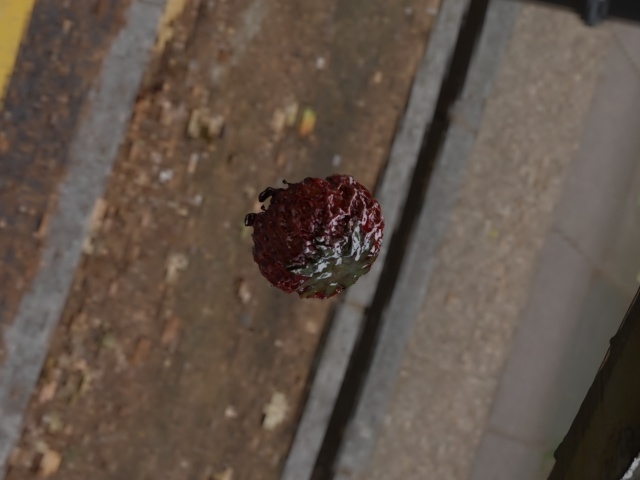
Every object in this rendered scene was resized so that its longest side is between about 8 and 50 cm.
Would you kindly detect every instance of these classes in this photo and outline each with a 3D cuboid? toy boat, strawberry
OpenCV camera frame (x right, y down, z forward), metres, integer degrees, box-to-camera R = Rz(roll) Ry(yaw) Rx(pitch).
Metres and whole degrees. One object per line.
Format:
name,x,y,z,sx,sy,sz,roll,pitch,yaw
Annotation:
toy boat,0.282,0.132,1.244,0.162,0.136,0.445,31,85,-38
strawberry,0.000,0.000,1.615,0.145,0.086,0.145,-16,145,-12
